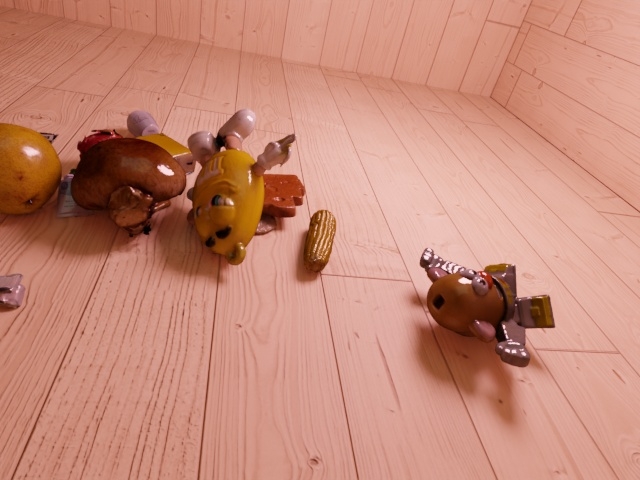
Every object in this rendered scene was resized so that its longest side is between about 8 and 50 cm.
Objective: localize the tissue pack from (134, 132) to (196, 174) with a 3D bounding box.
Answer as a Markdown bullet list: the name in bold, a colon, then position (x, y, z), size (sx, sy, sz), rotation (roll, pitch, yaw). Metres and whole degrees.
- **tissue pack**: position (-0.483, -0.264, 1.342), size (0.169, 0.082, 0.120), rotation (32, 37, 24)

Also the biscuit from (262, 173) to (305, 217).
- **biscuit**: position (-0.155, -0.146, 1.320), size (0.284, 0.043, 0.306), rotation (22, 30, 23)

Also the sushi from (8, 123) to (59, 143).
- **sushi**: position (-0.917, -0.305, 1.281), size (0.210, 0.040, 0.193), rotation (4, 36, -15)

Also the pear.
- **pear**: position (-0.717, -0.160, 1.009), size (0.209, 0.209, 0.209), rotation (10, 35, -7)

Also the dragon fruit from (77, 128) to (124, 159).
- **dragon fruit**: position (-0.599, -0.248, 1.244), size (0.166, 0.136, 0.133), rotation (11, 20, -41)

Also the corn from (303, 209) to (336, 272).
- **corn**: position (0.000, 0.000, 1.152), size (0.080, 0.080, 0.231), rotation (12, 37, -3)

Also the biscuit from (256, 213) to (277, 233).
- **biscuit**: position (-0.181, -0.056, 1.215), size (0.120, 0.015, 0.120), rotation (10, 34, -7)

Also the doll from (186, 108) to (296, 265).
- **doll**: position (-0.227, -0.167, 1.122), size (0.161, 0.348, 0.423), rotation (30, 6, -46)

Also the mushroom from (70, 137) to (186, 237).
- **mushroom**: position (-0.465, -0.142, 1.065), size (0.263, 0.195, 0.283), rotation (-14, 50, -26)

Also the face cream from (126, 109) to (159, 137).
- **face cream**: position (-0.597, -0.385, 1.466), size (0.095, 0.091, 0.091), rotation (42, 43, 23)

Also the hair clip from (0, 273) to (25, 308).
- **hair clip**: position (-0.673, 0.081, 0.800), size (0.218, 0.071, 0.159), rotation (7, 32, -21)

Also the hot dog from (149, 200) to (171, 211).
- **hot dog**: position (-0.440, -0.097, 1.177), size (0.037, 0.021, 0.083), rotation (27, 38, 16)

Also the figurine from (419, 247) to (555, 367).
- **figurine**: position (0.365, 0.141, 0.997), size (0.285, 0.167, 0.342), rotation (3, 14, -29)

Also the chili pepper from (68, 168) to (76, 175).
- **chili pepper**: position (-0.684, -0.177, 1.205), size (0.027, 0.022, 0.083), rotation (-34, 50, -6)

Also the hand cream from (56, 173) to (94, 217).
- **hand cream**: position (-0.635, -0.115, 1.114), size (0.084, 0.053, 0.142), rotation (-8, 50, -30)
